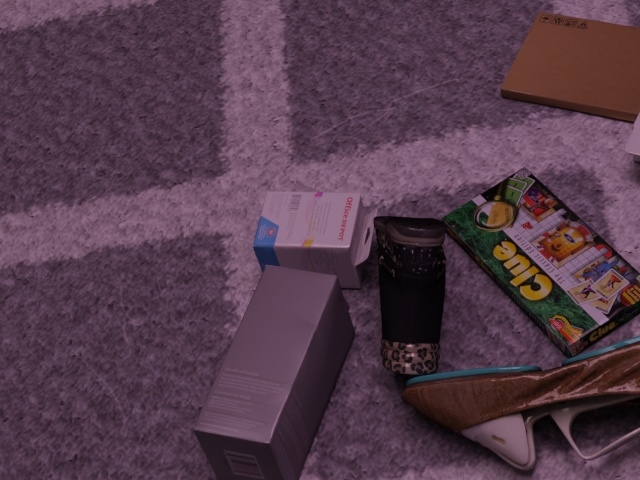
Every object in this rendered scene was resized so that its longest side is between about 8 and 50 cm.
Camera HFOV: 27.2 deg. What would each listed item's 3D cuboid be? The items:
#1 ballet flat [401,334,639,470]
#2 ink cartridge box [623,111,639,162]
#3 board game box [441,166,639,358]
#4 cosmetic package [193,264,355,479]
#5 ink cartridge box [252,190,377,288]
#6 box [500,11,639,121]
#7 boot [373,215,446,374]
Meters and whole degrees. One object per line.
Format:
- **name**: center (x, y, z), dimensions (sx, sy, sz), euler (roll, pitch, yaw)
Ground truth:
- **ballet flat**: center (0.260, 0.184, 1.449), dimensions (0.343, 0.116, 0.124), euler (-12, 74, 11)
- **ink cartridge box**: center (0.473, -0.150, 1.692), dimensions (0.115, 0.067, 0.198), euler (17, 56, 26)
- **board game box**: center (0.278, 0.022, 1.627), dimensions (0.136, 0.030, 0.259), euler (-33, 51, -11)
- **cosmetic package**: center (-0.048, 0.158, 1.533), dimensions (0.107, 0.127, 0.238), euler (6, 52, 19)
- **ink cartridge box**: center (0.000, 0.000, 1.673), dimensions (0.143, 0.090, 0.092), euler (2, 52, 15)
- **box**: center (0.370, -0.242, 1.823), dimensions (0.201, 0.021, 0.164), euler (14, 56, 24)
- **boot**: center (0.104, 0.061, 1.584), dimensions (0.085, 0.236, 0.178), euler (3, 92, -1)
